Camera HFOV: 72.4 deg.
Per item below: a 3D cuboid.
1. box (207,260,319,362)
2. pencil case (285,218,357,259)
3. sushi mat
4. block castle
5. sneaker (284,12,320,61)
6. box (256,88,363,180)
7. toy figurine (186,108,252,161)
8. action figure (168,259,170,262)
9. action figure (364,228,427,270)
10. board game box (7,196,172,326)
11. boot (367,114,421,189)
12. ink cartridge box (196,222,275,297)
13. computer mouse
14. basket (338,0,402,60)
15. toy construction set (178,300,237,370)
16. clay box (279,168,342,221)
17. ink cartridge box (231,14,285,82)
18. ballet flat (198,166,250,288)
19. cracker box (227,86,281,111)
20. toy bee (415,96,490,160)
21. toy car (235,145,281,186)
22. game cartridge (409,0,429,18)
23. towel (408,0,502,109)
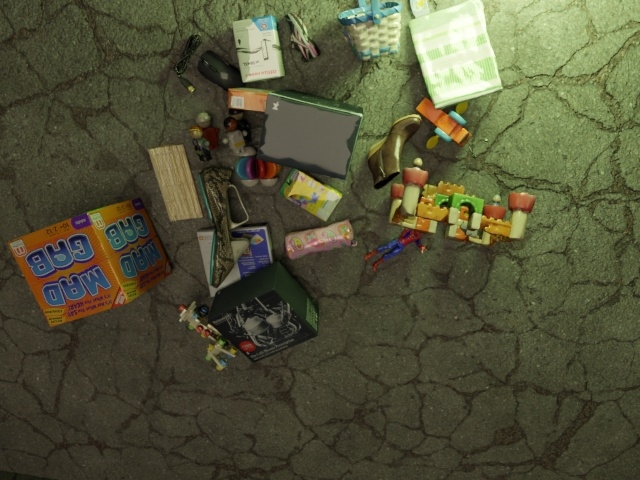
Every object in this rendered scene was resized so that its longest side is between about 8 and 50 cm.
[{"bbox_3d":[-0.232,0.307,1.831,0.344,0.178,0.312,-28,120,19],"label":"box"},{"bbox_3d":[0.000,0.000,1.779,0.285,0.124,0.124,-12,108,8],"label":"pencil case"},{"bbox_3d":[-0.595,-0.236,1.803,0.152,0.019,0.316,-8,109,9],"label":"sushi mat"},{"bbox_3d":[0.488,-0.132,1.579,0.454,0.303,0.212,13,83,0],"label":"block castle"},{"bbox_3d":[-0.081,-0.716,1.552,0.077,0.072,0.178,-29,100,26],"label":"sneaker"},{"bbox_3d":[-0.019,-0.375,1.495,0.294,0.395,0.211,14,110,1],"label":"box"},{"bbox_3d":[-0.371,-0.401,1.617,0.213,0.209,0.148,-9,119,7],"label":"toy figurine"},{"bbox_3d":[-0.720,0.090,1.930,0.115,0.030,0.038,1,107,2],"label":"action figure"},{"bbox_3d":[0.315,0.032,1.754,0.280,0.139,0.091,-36,104,14],"label":"action figure"},{"bbox_3d":[-0.891,0.072,1.748,0.357,0.356,0.356,-17,102,12],"label":"board game box"},{"bbox_3d":[0.275,-0.314,1.571,0.090,0.206,0.248,28,132,-34],"label":"boot"},{"bbox_3d":[-0.349,0.086,1.874,0.304,0.072,0.306,-5,111,6],"label":"ink cartridge box"},{"bbox_3d":[-0.423,-0.614,1.625,0.262,0.060,0.184,40,108,-9],"label":"computer mouse"},{"bbox_3d":[0.157,-0.749,1.417,0.201,0.254,0.288,-9,119,2],"label":"basket"},{"bbox_3d":[-0.502,0.397,1.921,0.151,0.215,0.327,-35,103,16],"label":"toy construction set"},{"bbox_3d":[-0.039,-0.187,1.748,0.222,0.053,0.127,32,110,-5],"label":"clay box"},{"bbox_3d":[-0.219,-0.680,1.567,0.149,0.086,0.202,-6,109,8],"label":"ink cartridge box"},{"bbox_3d":[-0.370,-0.057,1.731,0.182,0.164,0.481,-6,90,-13],"label":"ballet flat"},{"bbox_3d":[-0.222,-0.501,1.554,0.156,0.232,0.067,8,112,3],"label":"cracker box"},{"bbox_3d":[0.475,-0.390,1.589,0.195,0.162,0.298,-29,80,23],"label":"toy bee"},{"bbox_3d":[-0.247,-0.282,1.688,0.182,0.136,0.159,-1,110,6],"label":"toy car"},{"bbox_3d":[0.338,-0.811,1.502,0.056,0.017,0.083,-16,108,15],"label":"game cartridge"},{"bbox_3d":[0.463,-0.634,1.493,0.248,0.038,0.324,-15,90,10],"label":"towel"}]
